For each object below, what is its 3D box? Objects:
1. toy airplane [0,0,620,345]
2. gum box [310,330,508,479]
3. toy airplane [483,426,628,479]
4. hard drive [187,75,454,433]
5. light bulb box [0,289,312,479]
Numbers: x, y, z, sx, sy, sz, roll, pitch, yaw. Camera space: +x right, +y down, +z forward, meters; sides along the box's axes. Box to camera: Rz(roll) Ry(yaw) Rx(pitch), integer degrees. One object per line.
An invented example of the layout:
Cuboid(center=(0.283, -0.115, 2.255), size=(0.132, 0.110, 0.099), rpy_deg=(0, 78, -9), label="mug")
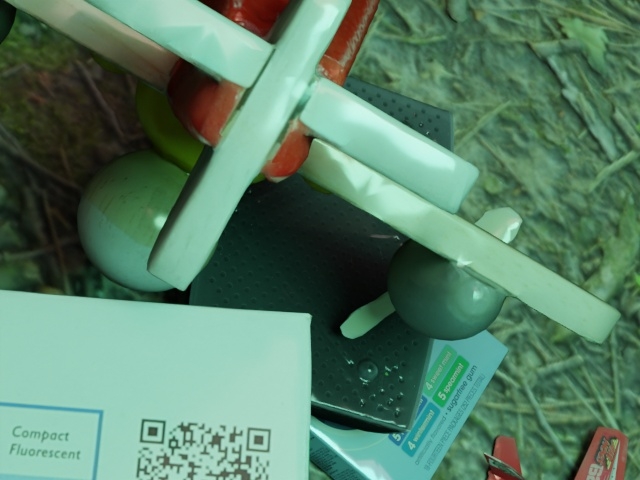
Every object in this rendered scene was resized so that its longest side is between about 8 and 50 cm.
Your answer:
Cuboid(center=(-0.051, -0.067, 0.720), size=(0.384, 0.272, 0.386), rpy_deg=(2, 41, -50), label="toy airplane")
Cuboid(center=(0.023, 0.080, 0.926), size=(0.184, 0.041, 0.157), rpy_deg=(40, 57, -6), label="gum box")
Cuboid(center=(0.175, 0.196, 0.957), size=(0.151, 0.028, 0.151), rpy_deg=(11, 63, -22), label="toy airplane")
Cuboid(center=(0.000, 0.000, 0.891), size=(0.172, 0.054, 0.255), rpy_deg=(18, 59, -13), label="hard drive")
Cuboid(center=(-0.191, 0.222, 0.608), size=(0.358, 0.225, 0.361), rpy_deg=(5, 66, -7), label="light bulb box")
